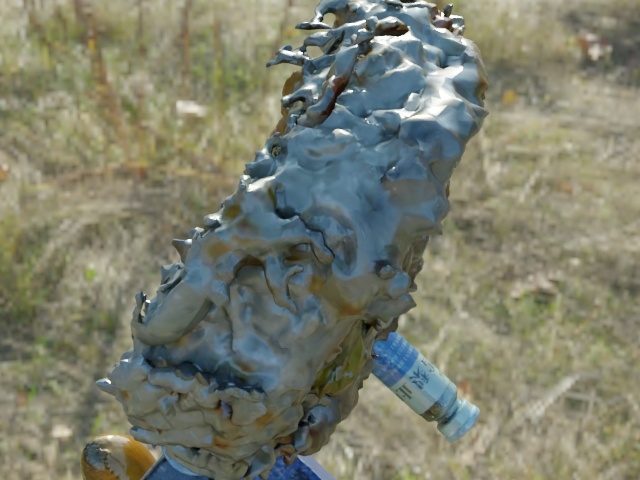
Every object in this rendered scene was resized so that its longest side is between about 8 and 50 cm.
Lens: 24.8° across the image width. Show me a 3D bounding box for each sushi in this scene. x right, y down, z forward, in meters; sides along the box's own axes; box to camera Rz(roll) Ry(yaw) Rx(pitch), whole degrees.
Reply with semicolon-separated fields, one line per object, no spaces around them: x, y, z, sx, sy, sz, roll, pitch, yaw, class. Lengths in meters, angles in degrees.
0.000;0.000;1.089;0.176;0.417;0.417;29;37;5;sushi

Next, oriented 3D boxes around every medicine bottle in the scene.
0.079;0.127;1.486;0.191;0.051;0.051;42;37;-6;medicine bottle

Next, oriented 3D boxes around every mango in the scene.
-0.229;0.296;1.724;0.084;0.159;0.105;27;46;32;mango

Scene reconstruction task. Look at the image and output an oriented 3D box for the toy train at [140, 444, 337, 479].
-0.105;0.274;1.288;0.202;0.300;0.131;40;0;15;toy train
